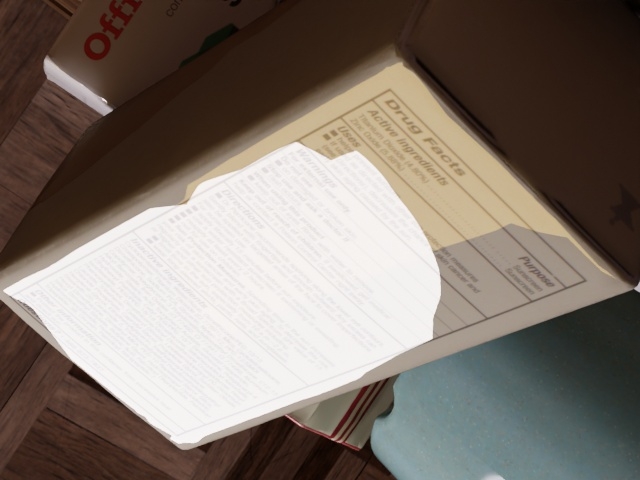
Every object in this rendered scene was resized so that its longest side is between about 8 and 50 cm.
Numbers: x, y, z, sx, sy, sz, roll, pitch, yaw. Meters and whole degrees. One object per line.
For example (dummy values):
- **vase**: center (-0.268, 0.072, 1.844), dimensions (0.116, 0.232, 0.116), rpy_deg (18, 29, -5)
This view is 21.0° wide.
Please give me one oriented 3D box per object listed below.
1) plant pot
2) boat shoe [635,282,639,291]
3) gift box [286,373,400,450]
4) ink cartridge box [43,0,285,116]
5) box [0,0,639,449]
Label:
- **plant pot**: center (0.241, 0.178, 1.341), dimensions (0.334, 0.341, 0.341), rpy_deg (42, 180, 18)
- **boat shoe**: center (0.236, 0.016, 1.138), dimensions (0.040, 0.049, 0.142), rpy_deg (33, 175, 12)
- **gift box**: center (0.000, 0.000, 1.380), dimensions (0.255, 0.258, 0.276), rpy_deg (33, 176, 12)
- **ink cartridge box**: center (-0.022, -0.099, 0.952), dimensions (0.219, 0.160, 0.092), rpy_deg (33, 177, -6)
- **box**: center (0.000, -0.021, 0.784), dimensions (0.148, 0.121, 0.311), rpy_deg (44, 139, -21)
